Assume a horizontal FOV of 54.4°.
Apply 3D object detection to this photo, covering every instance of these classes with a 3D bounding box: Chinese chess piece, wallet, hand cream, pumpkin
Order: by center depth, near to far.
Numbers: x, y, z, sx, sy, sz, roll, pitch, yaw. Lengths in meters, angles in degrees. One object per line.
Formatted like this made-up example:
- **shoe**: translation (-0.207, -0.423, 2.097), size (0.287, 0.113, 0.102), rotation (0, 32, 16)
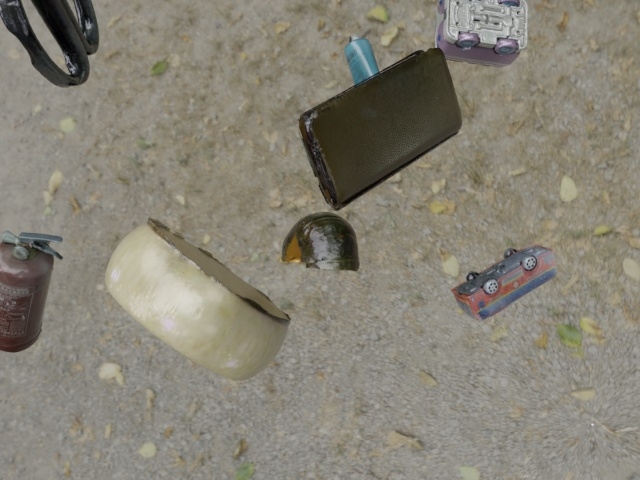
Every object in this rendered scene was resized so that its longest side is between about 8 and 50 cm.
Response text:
- **wallet**: translation (0.070, -0.124, 0.669), size (0.198, 0.110, 0.031), rotation (-34, 26, -26)
- **Chinese chess piece**: translation (-0.162, 0.079, 0.841), size (0.257, 0.257, 0.104), rotation (36, 87, 28)
- **hand cream**: translation (0.088, -0.258, 1.081), size (0.083, 0.048, 0.224), rotation (-37, 65, 59)
- **pumpkin**: translation (0.000, 0.000, 1.160), size (0.183, 0.119, 0.107), rotation (3, 95, 61)

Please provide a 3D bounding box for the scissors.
- **scissors**: translation (-0.206, -0.224, 0.350), size (0.022, 0.300, 0.109), rotation (-10, 48, 9)

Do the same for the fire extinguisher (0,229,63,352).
- **fire extinguisher**: translation (-0.500, 0.075, 1.048), size (0.105, 0.105, 0.269), rotation (52, 132, 27)

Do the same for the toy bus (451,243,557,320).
- **toy bus**: translation (0.330, 0.072, 1.109), size (0.192, 0.077, 0.065), rotation (-28, 19, -14)

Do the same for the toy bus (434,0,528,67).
- **toy bus**: translation (0.364, -0.490, 1.452), size (0.202, 0.142, 0.142), rotation (6, 84, -10)
